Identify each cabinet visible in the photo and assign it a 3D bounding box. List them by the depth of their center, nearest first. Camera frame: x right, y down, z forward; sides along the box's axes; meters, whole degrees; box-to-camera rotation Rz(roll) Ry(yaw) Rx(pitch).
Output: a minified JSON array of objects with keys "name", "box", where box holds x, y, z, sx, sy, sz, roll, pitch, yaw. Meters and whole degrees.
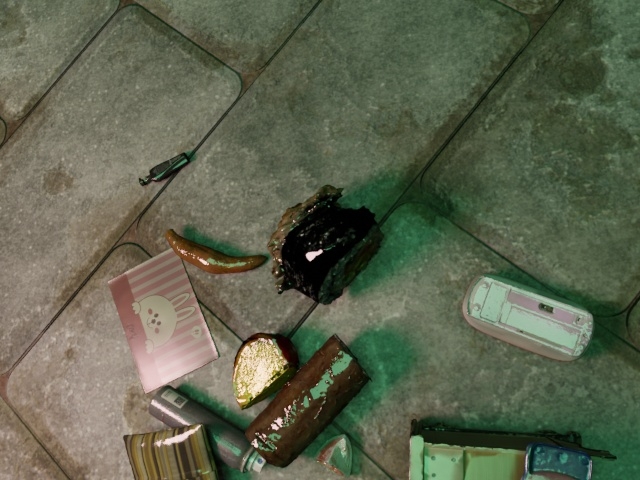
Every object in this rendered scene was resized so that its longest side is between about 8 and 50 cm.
[{"name":"cabinet","box":[0.312,0.476,0.889,0.319,0.227,0.289,0,76,10]}]

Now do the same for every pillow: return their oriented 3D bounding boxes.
[{"name":"pillow","box":[-0.306,0.493,1.080,0.212,0.052,0.208,-15,94,20]}]

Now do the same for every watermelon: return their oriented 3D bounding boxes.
[{"name":"watermelon","box":[0.029,0.434,1.044,0.085,0.061,0.085,-1,85,16]}]

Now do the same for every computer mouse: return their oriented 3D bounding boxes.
[{"name":"computer mouse","box":[0.410,0.151,1.030,0.245,0.056,0.125,19,81,17]}]

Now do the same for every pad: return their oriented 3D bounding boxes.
[{"name":"pad","box":[-0.379,0.183,1.228,0.202,0.005,0.299,-27,72,5]}]

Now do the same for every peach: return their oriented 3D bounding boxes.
[{"name":"peach","box":[-0.116,0.276,1.103,0.127,0.092,0.172,24,94,22]}]

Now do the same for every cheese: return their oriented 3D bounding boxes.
[{"name":"cheese","box":[0.330,0.442,0.738,0.189,0.074,0.285,9,78,10]}]

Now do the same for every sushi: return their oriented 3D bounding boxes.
[{"name":"sushi","box":[-0.004,-0.003,1.084,0.239,0.224,0.218,-28,59,-29]}]

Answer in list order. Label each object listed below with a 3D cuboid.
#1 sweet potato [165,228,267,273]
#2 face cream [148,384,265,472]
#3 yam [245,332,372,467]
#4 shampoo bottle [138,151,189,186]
[{"name":"sweet potato","box":[-0.256,0.039,1.210,0.256,0.058,0.078,14,60,12]},{"name":"face cream","box":[-0.238,0.408,1.106,0.284,0.073,0.073,25,83,17]},{"name":"yam","box":[-0.020,0.330,1.052,0.131,0.131,0.279,42,89,18]},{"name":"shampoo bottle","box":[-0.397,-0.178,1.308,0.137,0.027,0.048,-29,59,4]}]
